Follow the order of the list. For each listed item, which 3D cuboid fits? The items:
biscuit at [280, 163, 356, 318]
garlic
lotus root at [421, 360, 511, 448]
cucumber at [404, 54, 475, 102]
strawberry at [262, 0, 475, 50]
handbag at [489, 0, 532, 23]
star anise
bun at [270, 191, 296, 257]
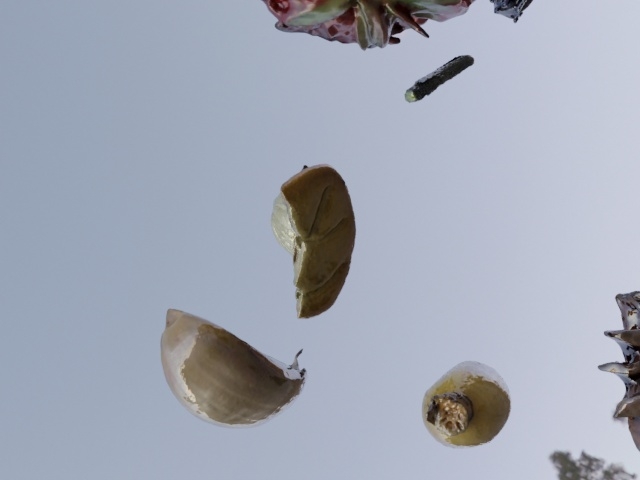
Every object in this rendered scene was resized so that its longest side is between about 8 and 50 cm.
[{"bbox_3d":[0.004,0.000,1.312,0.154,0.045,0.299,-19,-66,-28],"label":"biscuit"},{"bbox_3d":[-0.113,0.220,1.183,0.338,0.196,0.151,24,-56,-40],"label":"garlic"},{"bbox_3d":[0.257,0.287,1.195,0.146,0.131,0.303,-42,-14,15],"label":"lotus root"},{"bbox_3d":[0.291,-0.396,1.644,0.257,0.043,0.044,-36,-69,-33],"label":"cucumber"},{"bbox_3d":[0.044,-0.339,0.681,0.261,0.261,0.257,12,-114,-46],"label":"strawberry"},{"bbox_3d":[0.411,-0.578,1.368,0.113,0.162,0.260,11,-40,-11],"label":"handbag"},{"bbox_3d":[0.410,0.151,0.771,0.214,0.099,0.220,-20,-95,-28],"label":"star anise"},{"bbox_3d":[-0.040,-0.063,1.567,0.220,0.134,0.220,14,-90,-85],"label":"bun"}]
